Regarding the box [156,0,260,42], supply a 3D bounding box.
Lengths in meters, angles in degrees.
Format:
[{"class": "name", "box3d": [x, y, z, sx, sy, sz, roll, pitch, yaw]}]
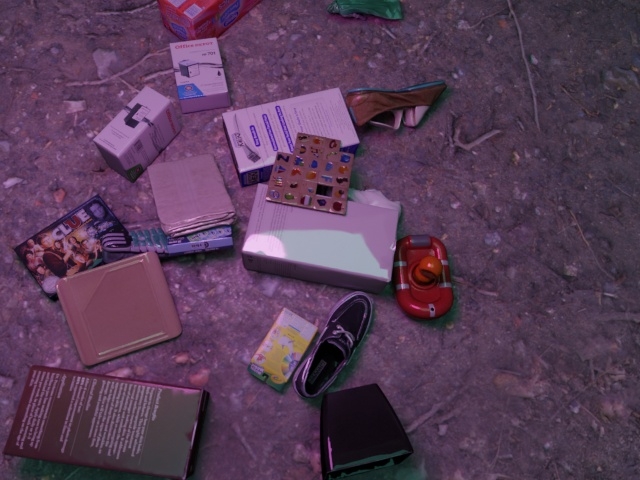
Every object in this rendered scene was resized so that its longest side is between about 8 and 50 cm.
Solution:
[{"class": "box", "box3d": [-0.323, -0.731, 1.551, 0.154, 0.142, 0.300, 38, 72, 8]}]

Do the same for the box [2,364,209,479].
[{"class": "box", "box3d": [-0.458, 0.400, 1.157, 0.382, 0.143, 0.191, 9, 70, 0]}]

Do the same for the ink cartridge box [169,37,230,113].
[{"class": "ink cartridge box", "box3d": [-0.347, -0.474, 1.495, 0.140, 0.082, 0.190, -12, 74, -9]}]

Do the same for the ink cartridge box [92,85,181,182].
[{"class": "ink cartridge box", "box3d": [-0.478, -0.281, 1.379, 0.087, 0.153, 0.208, 34, 71, 8]}]

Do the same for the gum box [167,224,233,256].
[{"class": "gum box", "box3d": [-0.308, -0.045, 1.328, 0.157, 0.041, 0.184, -7, 44, -8]}]

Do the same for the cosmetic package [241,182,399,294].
[{"class": "cosmetic package", "box3d": [0.000, 0.000, 1.325, 0.366, 0.155, 0.196, 13, 70, -1]}]

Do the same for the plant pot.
[{"class": "plant pot", "box3d": [0.084, 0.430, 1.181, 0.188, 0.187, 0.166, -9, 61, -8]}]

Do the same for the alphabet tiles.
[{"class": "alphabet tiles", "box3d": [-0.021, -0.178, 1.323, 0.199, 0.009, 0.237, 11, 57, -1]}]

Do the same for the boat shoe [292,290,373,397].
[{"class": "boat shoe", "box3d": [0.040, 0.249, 1.264, 0.108, 0.102, 0.301, 40, 72, -2]}]

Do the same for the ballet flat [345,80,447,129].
[{"class": "ballet flat", "box3d": [0.224, -0.383, 1.491, 0.343, 0.116, 0.124, -16, 105, -31]}]

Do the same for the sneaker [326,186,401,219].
[{"class": "sneaker", "box3d": [0.120, -0.112, 1.426, 0.212, 0.080, 0.094, 24, 59, -4]}]

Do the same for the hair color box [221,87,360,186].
[{"class": "hair color box", "box3d": [-0.084, -0.287, 1.442, 0.339, 0.110, 0.185, -15, 74, -12]}]

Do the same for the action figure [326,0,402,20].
[{"class": "action figure", "box3d": [0.131, -0.743, 1.640, 0.233, 0.063, 0.137, -9, 74, -12]}]

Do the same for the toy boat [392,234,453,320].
[{"class": "toy boat", "box3d": [0.267, 0.084, 1.323, 0.151, 0.151, 0.230, -2, 71, -6]}]

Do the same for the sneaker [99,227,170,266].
[{"class": "sneaker", "box3d": [-0.440, 0.026, 1.321, 0.224, 0.098, 0.083, 3, 42, -31]}]

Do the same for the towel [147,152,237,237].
[{"class": "towel", "box3d": [-0.334, -0.123, 1.342, 0.187, 0.049, 0.282, -14, 47, -14]}]

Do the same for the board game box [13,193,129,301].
[{"class": "board game box", "box3d": [-0.619, 0.015, 1.322, 0.243, 0.042, 0.165, -39, 79, -16]}]

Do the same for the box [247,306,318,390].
[{"class": "box", "box3d": [-0.094, 0.269, 1.285, 0.105, 0.043, 0.179, 31, 69, 5]}]

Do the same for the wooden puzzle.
[{"class": "wooden puzzle", "box3d": [-0.482, 0.162, 1.257, 0.239, 0.044, 0.220, -18, 96, -15]}]
